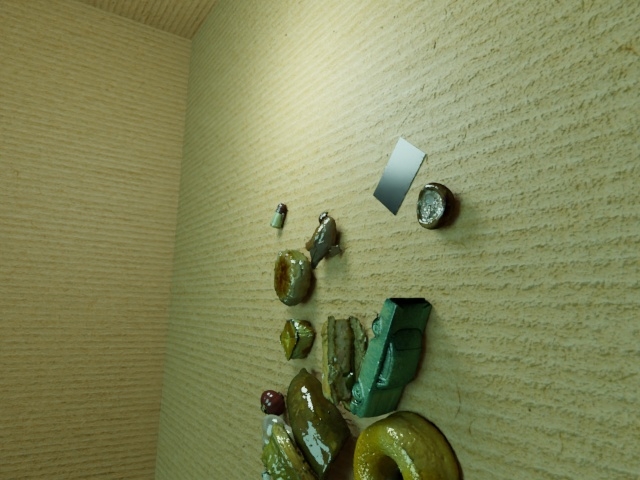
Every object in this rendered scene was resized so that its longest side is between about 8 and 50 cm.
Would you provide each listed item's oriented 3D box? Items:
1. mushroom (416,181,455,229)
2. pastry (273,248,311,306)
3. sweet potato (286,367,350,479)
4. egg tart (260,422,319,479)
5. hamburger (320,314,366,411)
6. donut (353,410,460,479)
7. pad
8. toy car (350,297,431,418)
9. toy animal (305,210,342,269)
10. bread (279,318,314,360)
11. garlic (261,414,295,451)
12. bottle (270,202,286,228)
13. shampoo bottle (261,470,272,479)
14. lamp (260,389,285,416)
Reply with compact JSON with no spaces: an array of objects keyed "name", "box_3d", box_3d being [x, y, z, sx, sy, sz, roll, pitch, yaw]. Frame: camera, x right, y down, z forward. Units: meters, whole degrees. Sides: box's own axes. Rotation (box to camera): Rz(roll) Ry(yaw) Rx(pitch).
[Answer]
[{"name":"mushroom","box_3d":[0.280,-0.083,1.149,0.123,0.052,0.123,-173,90,-65]},{"name":"pastry","box_3d":[-0.099,0.131,1.662,0.192,0.093,0.182,46,123,56]},{"name":"sweet potato","box_3d":[-0.024,0.526,1.411,0.370,0.157,0.158,52,126,48]},{"name":"egg tart","box_3d":[-0.085,0.682,1.388,0.290,0.115,0.290,50,164,19]},{"name":"hamburger","box_3d":[0.065,0.353,1.350,0.131,0.124,0.262,127,145,-66]},{"name":"donut","box_3d":[0.186,0.559,1.112,0.303,0.110,0.303,-16,70,56]},{"name":"pad","box_3d":[0.216,-0.181,1.316,0.127,0.004,0.190,53,128,48]},{"name":"toy car","box_3d":[0.174,0.293,1.157,0.097,0.141,0.321,31,110,49]},{"name":"toy animal","box_3d":[0.000,0.000,1.553,0.188,0.089,0.179,-63,24,27]},{"name":"bread","box_3d":[-0.084,0.333,1.620,0.128,0.069,0.140,55,132,48]},{"name":"garlic","box_3d":[-0.134,0.669,1.604,0.174,0.099,0.124,12,104,39]},{"name":"bottle","box_3d":[-0.161,-0.098,1.857,0.063,0.047,0.101,26,104,19]},{"name":"shampoo bottle","box_3d":[-0.168,0.907,1.641,0.065,0.065,0.205,-60,39,31]},{"name":"lamp","box_3d":[-0.172,0.583,1.688,0.101,0.090,0.101,37,145,32]}]
